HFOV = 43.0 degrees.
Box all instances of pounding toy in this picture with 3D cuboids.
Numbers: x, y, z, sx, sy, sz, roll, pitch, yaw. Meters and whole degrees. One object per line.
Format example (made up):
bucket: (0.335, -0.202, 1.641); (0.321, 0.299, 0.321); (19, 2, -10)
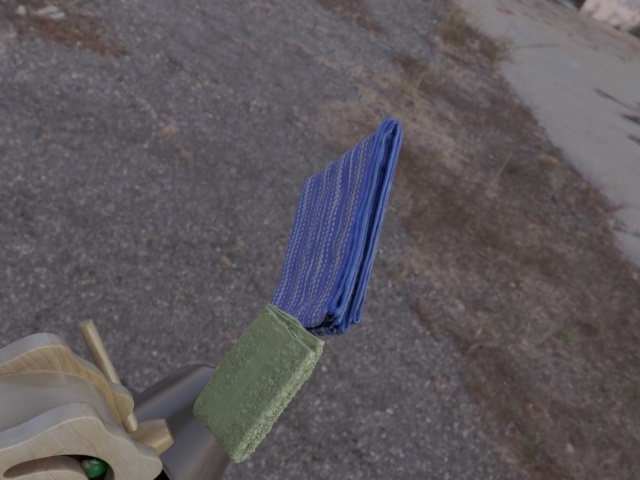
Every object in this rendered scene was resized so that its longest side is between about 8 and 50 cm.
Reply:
pounding toy: (-0.234, 0.154, 0.659); (0.154, 0.154, 0.269); (55, -7, 31)

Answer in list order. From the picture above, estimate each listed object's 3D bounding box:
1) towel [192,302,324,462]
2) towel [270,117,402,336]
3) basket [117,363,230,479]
towel: (-0.064, 0.142, 0.825); (0.027, 0.148, 0.110); (38, -3, -39)
towel: (0.000, 0.000, 0.995); (0.040, 0.243, 0.336); (18, -13, -15)
basket: (-0.189, 0.259, 1.011); (0.154, 0.204, 0.227); (-12, 15, 21)
